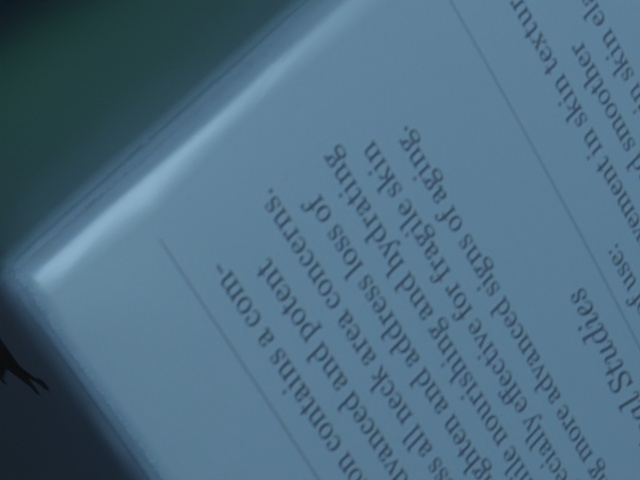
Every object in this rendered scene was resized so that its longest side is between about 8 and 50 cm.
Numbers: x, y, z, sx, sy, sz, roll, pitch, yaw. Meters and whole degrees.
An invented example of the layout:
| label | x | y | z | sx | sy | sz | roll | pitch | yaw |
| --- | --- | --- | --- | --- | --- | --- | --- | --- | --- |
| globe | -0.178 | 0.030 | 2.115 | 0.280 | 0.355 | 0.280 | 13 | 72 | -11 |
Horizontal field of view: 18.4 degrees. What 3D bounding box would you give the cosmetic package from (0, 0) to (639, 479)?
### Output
| label | x | y | z | sx | sy | sz | roll | pitch | yaw |
| --- | --- | --- | --- | --- | --- | --- | --- | --- | --- |
| cosmetic package | 0.000 | 0.000 | 0.947 | 0.393 | 0.327 | 0.329 | -43 | 118 | -25 |
